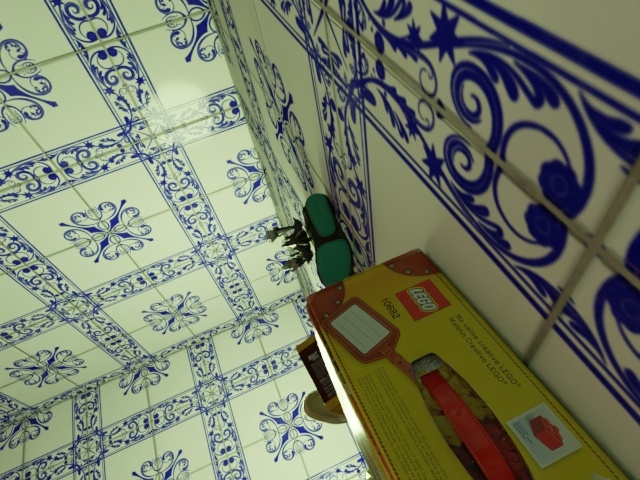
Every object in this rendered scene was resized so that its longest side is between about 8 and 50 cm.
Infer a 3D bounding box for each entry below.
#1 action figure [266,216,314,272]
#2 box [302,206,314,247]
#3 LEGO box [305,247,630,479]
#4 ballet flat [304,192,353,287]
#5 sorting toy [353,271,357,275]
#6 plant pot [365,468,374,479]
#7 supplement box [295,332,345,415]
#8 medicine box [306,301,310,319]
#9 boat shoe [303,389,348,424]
[{"bbox_3d":[-0.093,0.023,1.424,0.276,0.141,0.164,98,149,-82],"label":"action figure"},{"bbox_3d":[0.000,0.000,1.399,0.184,0.045,0.191,79,165,-66],"label":"box"},{"bbox_3d":[0.184,0.317,0.539,0.500,0.193,0.372,-122,12,-48],"label":"LEGO box"},{"bbox_3d":[0.029,0.009,1.080,0.096,0.095,0.280,61,-165,-64],"label":"ballet flat"},{"bbox_3d":[0.133,0.182,1.075,0.307,0.041,0.229,58,171,52],"label":"sorting toy"},{"bbox_3d":[0.253,0.868,1.329,0.323,0.323,0.280,101,161,-75],"label":"plant pot"},{"bbox_3d":[0.073,0.327,1.148,0.194,0.191,0.129,55,-176,35],"label":"supplement box"},{"bbox_3d":[0.072,0.311,1.396,0.263,0.149,0.289,98,148,-74],"label":"medicine box"},{"bbox_3d":[0.100,0.476,1.234,0.098,0.302,0.109,90,-176,-59],"label":"boat shoe"}]
